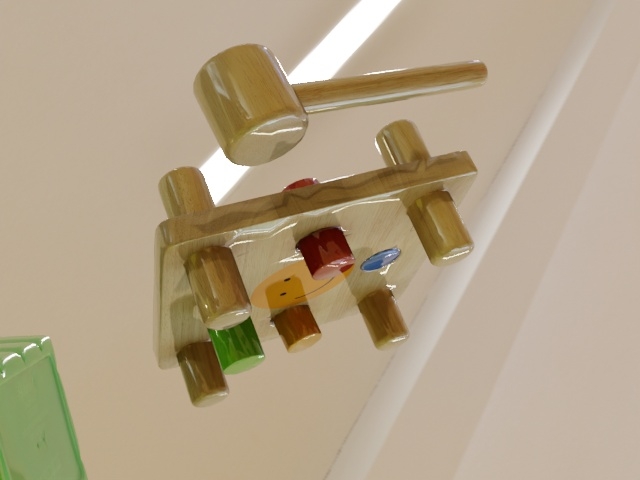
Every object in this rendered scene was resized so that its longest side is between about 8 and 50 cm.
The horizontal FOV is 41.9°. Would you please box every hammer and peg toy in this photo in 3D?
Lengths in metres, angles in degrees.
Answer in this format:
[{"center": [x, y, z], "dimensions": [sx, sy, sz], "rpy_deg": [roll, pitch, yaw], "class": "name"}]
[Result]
[{"center": [0.000, 0.000, 0.665], "dimensions": [0.266, 0.361, 0.127], "rpy_deg": [-14, -115, -20], "class": "hammer and peg toy"}]

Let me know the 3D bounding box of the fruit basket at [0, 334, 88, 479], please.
[{"center": [-0.406, 0.197, 0.677], "dimensions": [0.392, 0.392, 0.283], "rpy_deg": [-16, -89, -38], "class": "fruit basket"}]
